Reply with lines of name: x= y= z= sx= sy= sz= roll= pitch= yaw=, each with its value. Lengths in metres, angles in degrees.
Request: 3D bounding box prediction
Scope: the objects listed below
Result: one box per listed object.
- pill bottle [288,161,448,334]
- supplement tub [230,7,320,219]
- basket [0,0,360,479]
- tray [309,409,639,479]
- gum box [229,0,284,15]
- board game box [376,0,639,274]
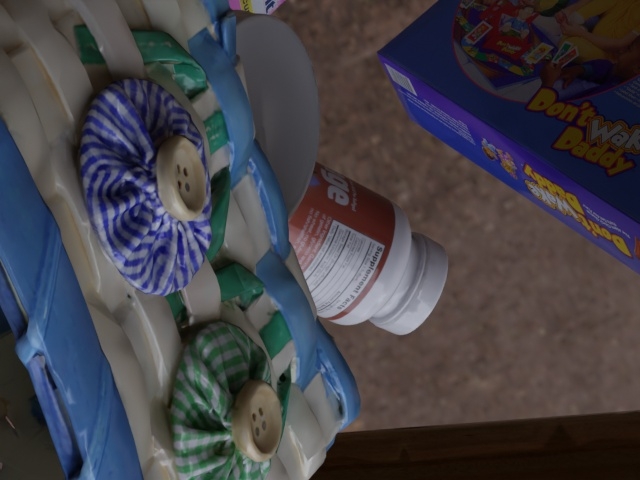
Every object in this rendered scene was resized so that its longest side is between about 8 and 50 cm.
pill bottle: x=0.000 y=0.000 z=1.651 sx=0.216 sy=0.121 sz=0.121 roll=26 pitch=123 yaw=-25
supplement tub: x=-0.116 y=-0.069 z=1.073 sx=0.200 sy=0.144 sz=0.144 roll=5 pitch=154 yaw=31
basket: x=-0.135 y=0.037 z=0.511 sx=0.289 sy=0.201 sz=0.255 roll=-37 pitch=121 yaw=-36
tray: x=0.059 y=0.149 z=0.985 sx=0.411 sy=0.076 sz=0.203 roll=-8 pitch=-176 yaw=28
gum box: x=-0.131 y=-0.192 z=1.315 sx=0.107 sy=0.188 sz=0.062 roll=-48 pitch=150 yaw=-26
board game box: x=0.237 y=-0.111 z=1.305 sx=0.233 sy=0.347 sz=0.078 roll=-41 pitch=136 yaw=-10
